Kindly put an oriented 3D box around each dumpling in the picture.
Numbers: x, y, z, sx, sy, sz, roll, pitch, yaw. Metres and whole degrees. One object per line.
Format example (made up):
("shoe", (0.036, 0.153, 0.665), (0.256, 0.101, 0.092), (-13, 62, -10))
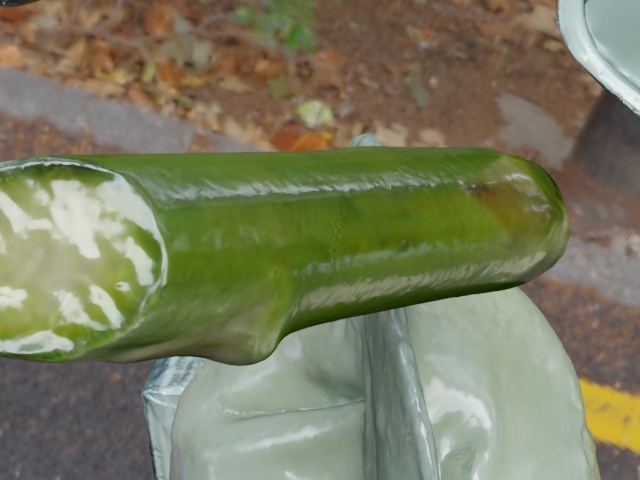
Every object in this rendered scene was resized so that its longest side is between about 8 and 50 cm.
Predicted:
("dumpling", (0.041, 0.114, 0.670), (0.212, 0.270, 0.320), (-4, 50, -40))

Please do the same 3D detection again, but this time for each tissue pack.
("tissue pack", (-0.093, 0.140, 1.336), (0.081, 0.185, 0.257), (1, 32, 10))

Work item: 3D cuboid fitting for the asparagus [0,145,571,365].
("asparagus", (0.001, -0.002, 0.449), (0.067, 0.060, 0.278), (52, 29, 17))

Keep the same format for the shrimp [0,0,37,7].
("shrimp", (-0.205, -0.162, 0.699), (0.253, 0.173, 0.058), (-14, 68, 0))

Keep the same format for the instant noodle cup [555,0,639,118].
("instant noodle cup", (0.298, -0.208, 1.016), (0.294, 0.294, 0.308), (25, 27, 4))
